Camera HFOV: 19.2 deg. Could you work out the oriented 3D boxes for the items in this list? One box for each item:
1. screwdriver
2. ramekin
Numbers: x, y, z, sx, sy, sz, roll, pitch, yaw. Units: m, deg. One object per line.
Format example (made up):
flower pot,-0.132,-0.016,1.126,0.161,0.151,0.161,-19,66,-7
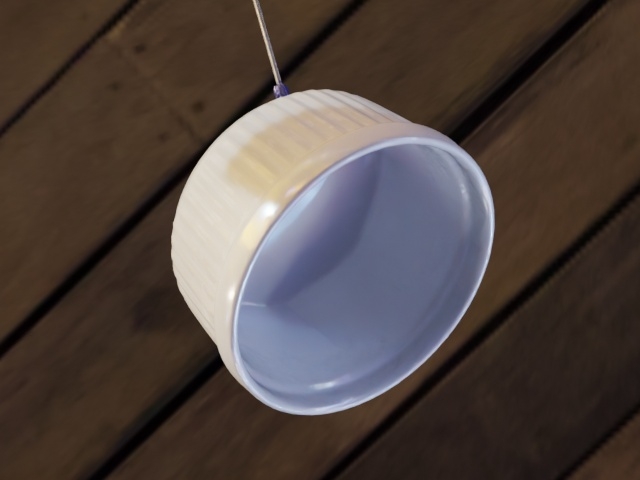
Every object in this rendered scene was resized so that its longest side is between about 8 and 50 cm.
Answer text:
screwdriver,-0.036,-0.134,1.500,0.024,0.025,0.170,-12,65,-12
ramekin,0.000,0.000,1.237,0.109,0.207,0.207,40,106,42
